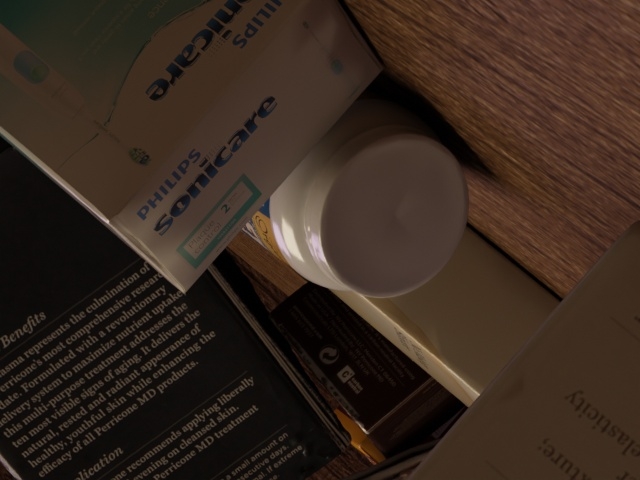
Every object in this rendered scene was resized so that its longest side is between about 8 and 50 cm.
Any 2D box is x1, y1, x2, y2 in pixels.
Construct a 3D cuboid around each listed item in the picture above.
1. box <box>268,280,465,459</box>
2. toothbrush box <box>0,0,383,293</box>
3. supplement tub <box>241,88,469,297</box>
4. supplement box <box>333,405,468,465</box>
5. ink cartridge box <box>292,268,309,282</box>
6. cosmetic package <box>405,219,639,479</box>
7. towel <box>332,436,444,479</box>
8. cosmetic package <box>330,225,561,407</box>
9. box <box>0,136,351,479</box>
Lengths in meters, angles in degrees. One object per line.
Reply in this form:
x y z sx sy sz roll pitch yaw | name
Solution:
0.075 0.109 1.928 0.168 0.167 0.203 49 177 19 | box
-0.140 -0.141 1.295 0.295 0.216 0.126 37 174 33 | toothbrush box
0.008 -0.047 1.366 0.144 0.144 0.200 45 174 -32 | supplement tub
0.152 0.224 2.264 0.191 0.194 0.129 44 175 -19 | supplement box
0.000 0.000 2.099 0.143 0.092 0.090 41 175 14 | ink cartridge box
0.197 0.262 1.152 0.329 0.393 0.327 41 175 15 | cosmetic package
0.148 0.267 2.051 0.317 0.332 0.053 66 -178 -72 | towel
0.111 0.053 1.628 0.309 0.113 0.160 41 175 19 | cosmetic package
-0.261 0.043 1.958 0.472 0.297 0.480 56 178 -24 | box
